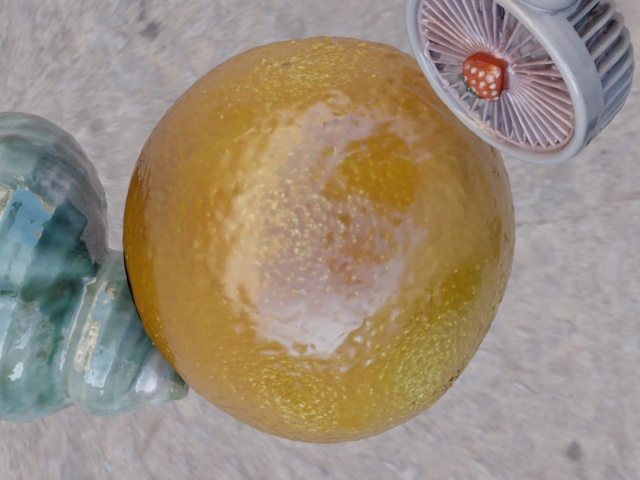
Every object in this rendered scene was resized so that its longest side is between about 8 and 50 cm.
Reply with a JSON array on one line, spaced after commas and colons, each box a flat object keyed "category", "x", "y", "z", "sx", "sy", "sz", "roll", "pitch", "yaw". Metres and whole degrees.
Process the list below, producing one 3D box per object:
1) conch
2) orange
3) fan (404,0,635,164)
[{"category": "conch", "x": -0.206, "y": 0.029, "z": 1.164, "sx": 0.277, "sy": 0.220, "sz": 0.195, "roll": 37, "pitch": 100, "yaw": 15}, {"category": "orange", "x": 0.000, "y": 0.000, "z": 1.082, "sx": 0.274, "sy": 0.274, "sz": 0.274, "roll": -1, "pitch": 93, "yaw": -12}, {"category": "fan", "x": 0.109, "y": -0.134, "z": 0.827, "sx": 0.130, "sy": 0.244, "sz": 0.074, "roll": 41, "pitch": 68, "yaw": 20}]
